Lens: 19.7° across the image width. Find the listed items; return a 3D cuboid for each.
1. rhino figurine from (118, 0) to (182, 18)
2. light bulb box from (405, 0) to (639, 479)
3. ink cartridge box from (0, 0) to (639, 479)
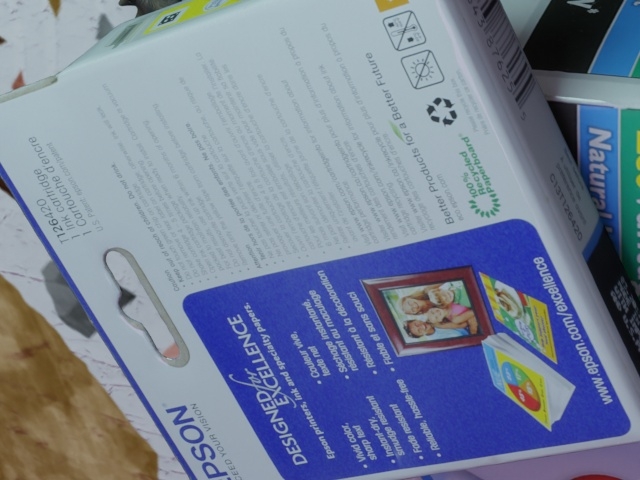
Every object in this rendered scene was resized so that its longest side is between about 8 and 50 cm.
[{"bbox_3d":[-0.109,-0.232,1.197,0.106,0.073,0.243,21,131,4],"label":"rhino figurine"},{"bbox_3d":[0.136,0.004,1.160,0.361,0.225,0.358,6,126,21],"label":"light bulb box"},{"bbox_3d":[0.000,0.000,1.030,0.307,0.072,0.303,-13,117,34],"label":"ink cartridge box"}]
